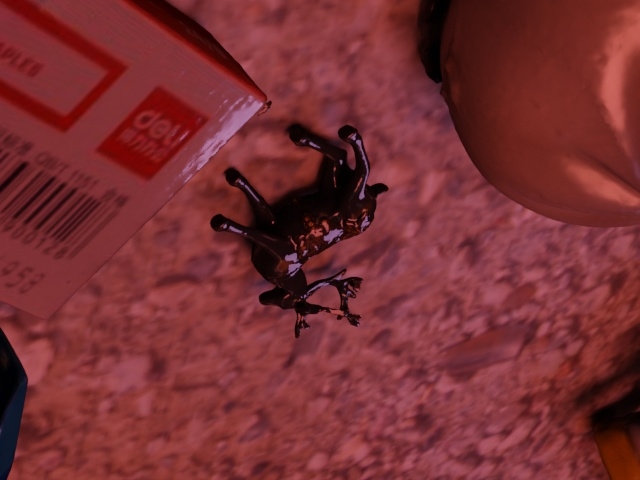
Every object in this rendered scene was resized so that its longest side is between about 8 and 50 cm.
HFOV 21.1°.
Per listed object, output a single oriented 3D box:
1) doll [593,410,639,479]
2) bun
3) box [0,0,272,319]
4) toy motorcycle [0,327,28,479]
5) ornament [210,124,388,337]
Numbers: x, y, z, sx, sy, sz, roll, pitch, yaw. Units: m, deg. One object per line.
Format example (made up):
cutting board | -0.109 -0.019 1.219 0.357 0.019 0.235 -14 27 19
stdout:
doll | 0.297 0.048 0.988 0.316 0.103 0.145 -32 150 6
bun | 0.137 -0.074 0.684 0.173 0.120 0.173 -24 147 -17
box | -0.128 -0.058 0.540 0.123 0.050 0.229 -45 144 11
toy motorcycle | -0.206 0.100 0.578 0.200 0.191 0.326 -53 162 12
ornament | 0.000 0.000 0.739 0.073 0.028 0.125 -33 144 -2
